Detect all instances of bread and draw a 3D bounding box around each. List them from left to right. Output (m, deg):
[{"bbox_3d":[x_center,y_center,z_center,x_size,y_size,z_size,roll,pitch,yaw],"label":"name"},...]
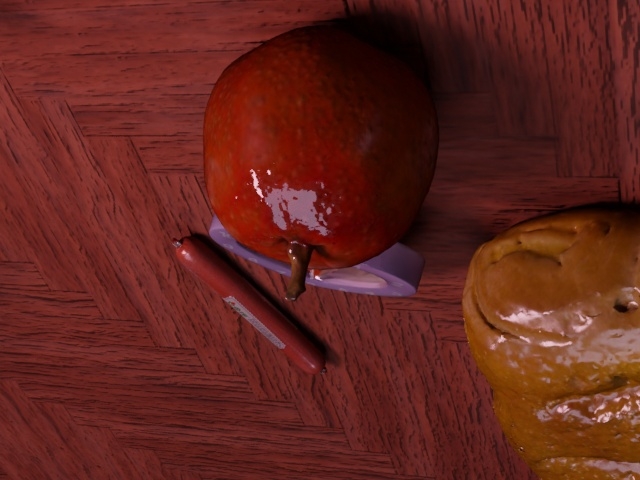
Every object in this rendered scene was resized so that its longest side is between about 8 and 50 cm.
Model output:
[{"bbox_3d":[0.311,0.124,1.022,0.328,0.148,0.337,0,137,29],"label":"bread"}]

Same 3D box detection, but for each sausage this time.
[{"bbox_3d":[-0.070,0.073,1.224,0.034,0.034,0.253,-19,129,38],"label":"sausage"}]

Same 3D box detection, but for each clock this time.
[{"bbox_3d":[0.000,0.000,1.072,0.198,0.064,0.172,17,169,3],"label":"clock"}]

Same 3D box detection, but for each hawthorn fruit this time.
[{"bbox_3d":[-0.005,-0.050,0.892,0.196,0.225,0.196,6,144,4],"label":"hawthorn fruit"}]
